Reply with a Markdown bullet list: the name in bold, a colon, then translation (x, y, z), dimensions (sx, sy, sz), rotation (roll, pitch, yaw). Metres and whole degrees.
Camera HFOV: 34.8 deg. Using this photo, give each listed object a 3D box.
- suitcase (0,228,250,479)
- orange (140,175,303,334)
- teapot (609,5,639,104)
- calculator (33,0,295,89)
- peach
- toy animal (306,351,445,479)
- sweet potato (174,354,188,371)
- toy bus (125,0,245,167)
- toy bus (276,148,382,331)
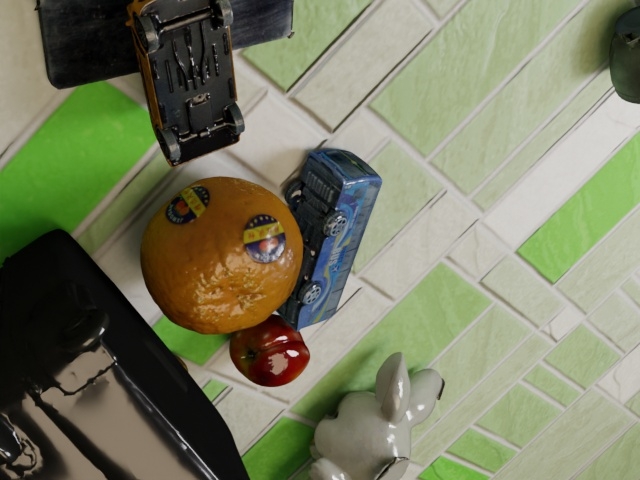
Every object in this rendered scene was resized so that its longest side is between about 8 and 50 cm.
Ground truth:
- **suitcase**: translation (-0.208, 0.174, 1.011), dimensions (0.188, 0.339, 0.345), rotation (-37, 114, -1)
- **orange**: translation (-0.107, 0.015, 1.105), dimensions (0.177, 0.155, 0.178), rotation (-17, 128, -22)
- **teapot**: translation (0.432, -0.252, 1.290), dimensions (0.149, 0.111, 0.108), rotation (-31, 127, 0)
- **calculator**: translation (-0.138, -0.232, 0.946), dimensions (0.261, 0.021, 0.161), rotation (-17, 137, -23)
- **peach**: translation (-0.064, 0.140, 1.307), dimensions (0.100, 0.101, 0.101), rotation (-21, 138, -20)
- **toy animal**: translation (0.066, 0.326, 1.543), dimensions (0.325, 0.154, 0.208), rotation (-49, 146, 6)
- **sweet potato**: translation (-0.145, 0.301, 1.219), dimensions (0.108, 0.346, 0.079), rotation (-19, 158, -28)
- **toy bus**: translation (-0.128, -0.164, 0.936), dimensions (0.083, 0.088, 0.194), rotation (-23, 142, -17)
- **toy bus**: translation (-0.001, -0.002, 1.237), dimensions (0.094, 0.079, 0.237), rotation (-21, 141, -44)
